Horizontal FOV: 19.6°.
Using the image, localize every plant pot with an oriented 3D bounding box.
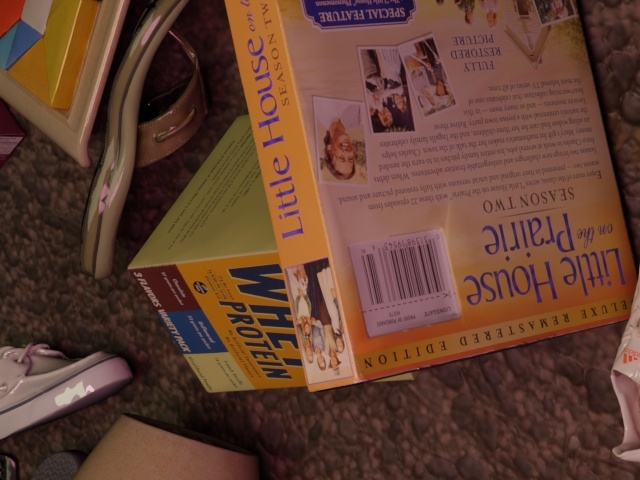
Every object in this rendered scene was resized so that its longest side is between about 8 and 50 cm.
[{"bbox_3d":[-0.155,0.298,1.603,0.256,0.256,0.274,16,87,34],"label":"plant pot"}]

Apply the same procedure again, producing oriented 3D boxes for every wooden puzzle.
[{"bbox_3d":[-0.242,-0.211,1.677,0.221,0.044,0.239,36,118,50],"label":"wooden puzzle"}]

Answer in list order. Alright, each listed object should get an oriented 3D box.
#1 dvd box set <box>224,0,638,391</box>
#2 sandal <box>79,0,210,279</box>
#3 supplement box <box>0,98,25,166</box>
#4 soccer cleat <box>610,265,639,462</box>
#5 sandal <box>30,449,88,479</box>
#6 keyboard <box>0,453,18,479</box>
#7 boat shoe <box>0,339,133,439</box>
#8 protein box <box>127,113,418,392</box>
[{"bbox_3d":[0.076,-0.123,1.333,0.062,0.307,0.420,-16,86,49],"label":"dvd box set"},{"bbox_3d":[-0.146,-0.104,1.635,0.086,0.120,0.303,15,111,-6],"label":"sandal"},{"bbox_3d":[-0.334,-0.095,1.798,0.083,0.043,0.055,-47,67,29],"label":"supplement box"},{"bbox_3d":[0.250,0.070,1.358,0.068,0.076,0.196,-165,72,-68],"label":"soccer cleat"},{"bbox_3d":[-0.222,0.316,1.760,0.097,0.054,0.254,4,107,43],"label":"sandal"},{"bbox_3d":[-0.348,0.298,1.862,0.108,0.023,0.180,5,97,36],"label":"keyboard"},{"bbox_3d":[-0.285,0.138,1.754,0.258,0.095,0.084,-23,85,34],"label":"boat shoe"},{"bbox_3d":[0.000,0.000,1.444,0.201,0.200,0.136,-7,126,37],"label":"protein box"}]
